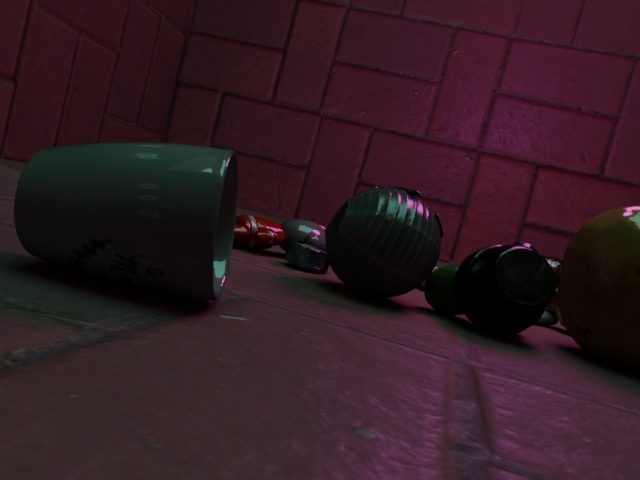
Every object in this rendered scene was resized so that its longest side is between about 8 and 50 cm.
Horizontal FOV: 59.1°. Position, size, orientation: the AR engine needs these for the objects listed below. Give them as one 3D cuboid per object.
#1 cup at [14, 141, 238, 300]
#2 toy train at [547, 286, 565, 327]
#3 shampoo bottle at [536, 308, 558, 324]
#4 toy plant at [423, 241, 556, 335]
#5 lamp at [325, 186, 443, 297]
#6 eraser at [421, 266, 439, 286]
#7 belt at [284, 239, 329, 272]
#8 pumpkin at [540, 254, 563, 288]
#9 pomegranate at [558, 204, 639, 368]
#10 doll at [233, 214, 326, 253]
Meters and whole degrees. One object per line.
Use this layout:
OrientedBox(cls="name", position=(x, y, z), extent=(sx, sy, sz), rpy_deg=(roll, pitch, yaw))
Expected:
OrientedBox(cls="cup", position=(-0.230, -0.016, 0.727), extent=(0.234, 0.186, 0.258), rpy_deg=(6, -26, 0))
OrientedBox(cls="toy train", position=(0.650, 0.182, 1.385), extent=(0.219, 0.089, 0.127), rpy_deg=(29, 31, -11))
OrientedBox(cls="shampoo bottle", position=(0.504, 0.178, 1.372), extent=(0.191, 0.041, 0.069), rpy_deg=(11, 18, -41))
OrientedBox(cls="toy plant", position=(0.329, 0.099, 1.094), extent=(0.218, 0.175, 0.235), rpy_deg=(21, -24, -3))
OrientedBox(cls="lamp", position=(0.128, 0.006, 1.133), extent=(0.233, 0.233, 0.265), rpy_deg=(13, -14, -20))
OrientedBox(cls="eraser", position=(0.363, 0.118, 1.587), extent=(0.243, 0.059, 0.204), rpy_deg=(10, 4, -12))
OrientedBox(cls="belt", position=(-0.027, 0.039, 1.316), extent=(0.105, 0.058, 0.140), rpy_deg=(22, 2, 19))
OrientedBox(cls="pumpkin", position=(0.781, 0.148, 1.965), extent=(0.238, 0.159, 0.238), rpy_deg=(23, -15, 6))
OrientedBox(cls="pomegranate", position=(0.617, 0.089, 1.080), extent=(0.332, 0.332, 0.332), rpy_deg=(14, 4, -1))
OrientedBox(cls="doll", position=(-0.105, -0.007, 1.444), extent=(0.336, 0.105, 0.200), rpy_deg=(4, 6, -22))
